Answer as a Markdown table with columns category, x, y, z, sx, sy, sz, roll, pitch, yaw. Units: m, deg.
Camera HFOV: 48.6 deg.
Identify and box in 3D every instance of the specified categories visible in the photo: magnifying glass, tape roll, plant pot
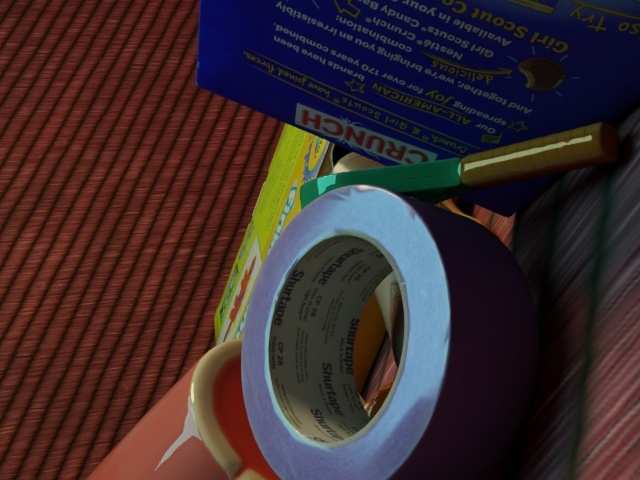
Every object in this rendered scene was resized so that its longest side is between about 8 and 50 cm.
| category | x | y | z | sx | sy | sz | roll | pitch | yaw |
| --- | --- | --- | --- | --- | --- | --- | --- | --- | --- |
| magnifying glass | 0.079 | -0.041 | 0.473 | 0.231 | 0.092 | 0.026 | -8 | 81 | 44 |
| tape roll | 0.035 | 0.065 | 0.447 | 0.189 | 0.080 | 0.189 | -19 | 64 | 47 |
| plant pot | -0.081 | 0.241 | 0.667 | 0.243 | 0.275 | 0.275 | -57 | 9 | 27 |

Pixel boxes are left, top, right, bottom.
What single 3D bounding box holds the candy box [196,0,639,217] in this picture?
| category | x | y | z | sx | sy | sz | roll | pitch | yaw |
| --- | --- | --- | --- | --- | --- | --- | --- | --- | --- |
| candy box | 0.071 | -0.169 | 0.420 | 0.317 | 0.268 | 0.122 | 119 | 173 | -64 |

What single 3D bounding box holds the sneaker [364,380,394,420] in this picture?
| category | x | y | z | sx | sy | sz | roll | pitch | yaw |
| --- | --- | --- | --- | --- | --- | --- | --- | --- | --- |
| sneaker | 0.049 | 0.192 | 0.524 | 0.067 | 0.064 | 0.175 | -176 | 99 | -70 |

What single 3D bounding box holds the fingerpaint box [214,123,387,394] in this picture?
| category | x | y | z | sx | sy | sz | roll | pitch | yaw |
| --- | --- | --- | --- | --- | --- | --- | --- | --- | --- |
| fingerpaint box | 0.000 | 0.000 | 0.990 | 0.371 | 0.163 | 0.445 | -125 | 55 | -73 |

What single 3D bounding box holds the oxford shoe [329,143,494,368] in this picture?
| category | x | y | z | sx | sy | sz | roll | pitch | yaw |
| --- | --- | --- | --- | --- | --- | --- | --- | --- | --- |
| oxford shoe | 0.059 | 0.003 | 0.628 | 0.364 | 0.132 | 0.130 | -90 | 21 | -64 |
